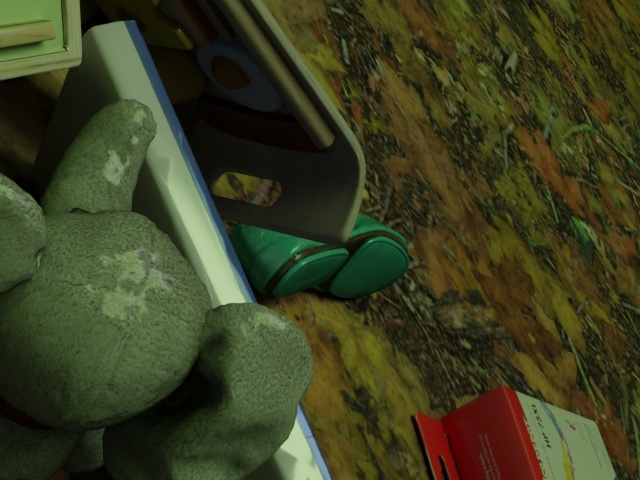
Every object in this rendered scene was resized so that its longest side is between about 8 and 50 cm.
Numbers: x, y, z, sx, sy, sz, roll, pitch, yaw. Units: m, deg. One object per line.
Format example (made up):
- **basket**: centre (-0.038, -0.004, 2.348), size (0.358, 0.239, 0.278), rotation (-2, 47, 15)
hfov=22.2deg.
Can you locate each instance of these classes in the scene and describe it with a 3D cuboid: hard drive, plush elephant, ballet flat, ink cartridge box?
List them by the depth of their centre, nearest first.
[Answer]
- **plush elephant**: centre (-0.163, 0.036, 0.875), size (0.272, 0.255, 0.330), rotation (37, 32, -37)
- **hard drive**: centre (-0.100, 0.047, 1.059), size (0.040, 0.210, 0.318), rotation (-16, 72, -26)
- **ballet flat**: centre (0.000, 0.000, 1.425), size (0.087, 0.083, 0.247), rotation (50, 20, 18)
- **ink cartridge box**: centre (0.194, 0.221, 1.518), size (0.231, 0.078, 0.134), rotation (24, 41, -50)

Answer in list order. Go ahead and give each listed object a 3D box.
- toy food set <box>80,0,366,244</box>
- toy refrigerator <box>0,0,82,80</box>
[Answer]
- **toy food set**: centre (-0.123, -0.118, 1.136), size (0.092, 0.220, 0.306), rotation (-57, 135, -20)
- **toy refrigerator**: centre (-0.255, -0.132, 0.903), size (0.269, 0.094, 0.102), rotation (-19, 114, -52)
